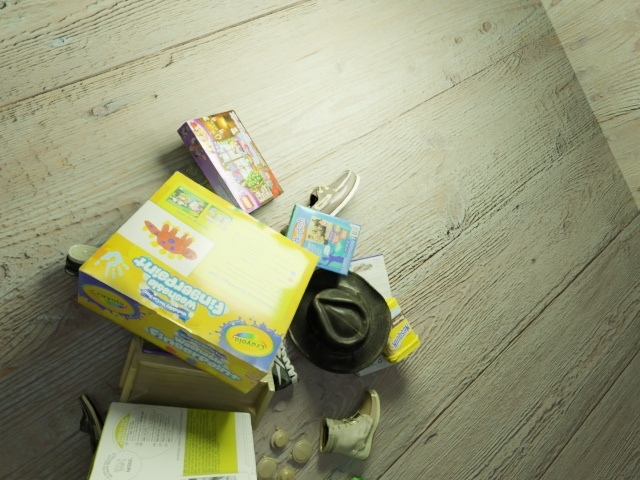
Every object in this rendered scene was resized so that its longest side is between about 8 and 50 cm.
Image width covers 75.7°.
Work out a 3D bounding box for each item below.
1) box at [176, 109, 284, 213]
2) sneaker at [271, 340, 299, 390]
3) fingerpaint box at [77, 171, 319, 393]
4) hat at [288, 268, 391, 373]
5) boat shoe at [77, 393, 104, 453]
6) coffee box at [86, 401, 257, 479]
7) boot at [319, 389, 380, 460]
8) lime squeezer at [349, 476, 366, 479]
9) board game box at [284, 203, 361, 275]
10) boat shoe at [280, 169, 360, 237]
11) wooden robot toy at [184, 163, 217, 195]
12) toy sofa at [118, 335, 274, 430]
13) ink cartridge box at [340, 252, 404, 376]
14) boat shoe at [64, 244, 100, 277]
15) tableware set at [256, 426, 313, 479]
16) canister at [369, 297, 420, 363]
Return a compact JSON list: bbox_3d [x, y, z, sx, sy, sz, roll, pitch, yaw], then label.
[{"bbox_3d":[-0.249,-0.222,1.191,0.293,0.057,0.201,58,38,-8],"label":"box"},{"bbox_3d":[-0.152,0.338,1.206,0.106,0.078,0.234,-27,97,-26],"label":"sneaker"},{"bbox_3d":[-0.276,0.094,1.026,0.445,0.163,0.371,31,46,-7],"label":"fingerpaint box"},{"bbox_3d":[0.047,0.227,1.204,0.331,0.134,0.331,-1,77,5],"label":"hat"},{"bbox_3d":[-0.572,0.458,1.023,0.049,0.056,0.152,-24,94,-29],"label":"boat shoe"},{"bbox_3d":[-0.342,0.606,0.885,0.334,0.338,0.338,14,112,-21],"label":"coffee box"},{"bbox_3d":[0.091,0.566,1.288,0.165,0.077,0.213,19,80,-19],"label":"boot"},{"bbox_3d":[0.116,0.795,1.283,0.310,0.059,0.110,-6,86,-25],"label":"lime squeezer"},{"bbox_3d":[0.000,0.000,1.224,0.210,0.047,0.160,18,86,-14],"label":"board game box"},{"bbox_3d":[0.003,-0.114,1.307,0.097,0.116,0.324,43,76,-17],"label":"boat shoe"},{"bbox_3d":[-0.306,-0.171,1.196,0.173,0.079,0.076,41,71,-15],"label":"wooden robot toy"},{"bbox_3d":[-0.311,0.350,1.055,0.362,0.177,0.150,17,110,-20],"label":"toy sofa"},{"bbox_3d":[0.157,0.239,1.359,0.175,0.069,0.371,-11,91,-23],"label":"ink cartridge box"},{"bbox_3d":[-0.538,0.082,1.082,0.233,0.084,0.079,20,115,-27],"label":"boat shoe"},{"bbox_3d":[-0.109,0.649,1.222,0.141,0.020,0.169,40,69,-17],"label":"tableware set"},{"bbox_3d":[0.226,0.283,1.312,0.126,0.073,0.170,-31,95,-21],"label":"canister"}]
